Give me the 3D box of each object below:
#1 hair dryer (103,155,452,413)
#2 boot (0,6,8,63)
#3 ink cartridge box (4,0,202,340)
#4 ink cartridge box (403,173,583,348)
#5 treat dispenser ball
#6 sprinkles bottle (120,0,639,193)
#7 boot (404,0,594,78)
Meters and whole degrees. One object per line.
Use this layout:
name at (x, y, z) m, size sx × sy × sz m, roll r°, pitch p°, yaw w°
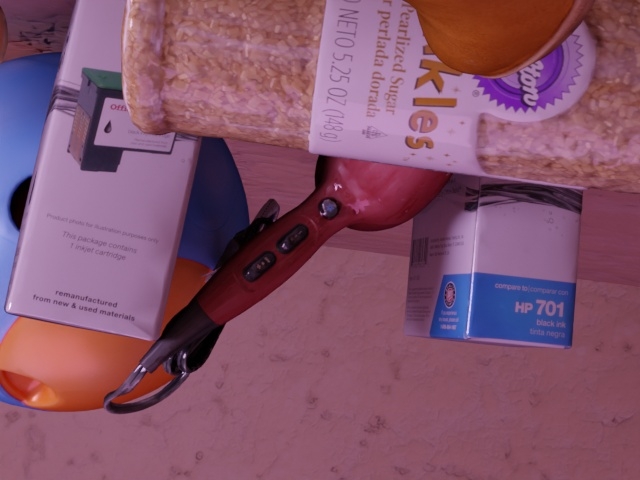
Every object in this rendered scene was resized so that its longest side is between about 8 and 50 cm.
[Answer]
hair dryer at (0.000, 0.000, 0.774) m, size 0.080 × 0.293 × 0.223 m, roll 41°, pitch -149°, yaw -5°
boot at (-0.326, -0.144, 0.668) m, size 0.283 × 0.109 × 0.220 m, roll 15°, pitch 178°, yaw -5°
ink cartridge box at (-0.130, -0.053, 0.777) m, size 0.092 × 0.219 × 0.160 m, roll 13°, pitch 173°, yaw -14°
ink cartridge box at (0.120, -0.023, 0.862) m, size 0.082 × 0.191 × 0.139 m, roll 8°, pitch 175°, yaw -13°
treat dispenser ball at (-0.200, -0.006, 0.990) m, size 0.288 × 0.288 × 0.288 m, roll 8°, pitch 175°, yaw 1°
sprinkles bottle at (0.089, -0.087, 0.596) m, size 0.355 × 0.121 × 0.121 m, roll 8°, pitch 175°, yaw 2°
boot at (-0.025, -0.113, 0.328) m, size 0.211 × 0.104 × 0.295 m, roll -11°, pitch 164°, yaw -5°
